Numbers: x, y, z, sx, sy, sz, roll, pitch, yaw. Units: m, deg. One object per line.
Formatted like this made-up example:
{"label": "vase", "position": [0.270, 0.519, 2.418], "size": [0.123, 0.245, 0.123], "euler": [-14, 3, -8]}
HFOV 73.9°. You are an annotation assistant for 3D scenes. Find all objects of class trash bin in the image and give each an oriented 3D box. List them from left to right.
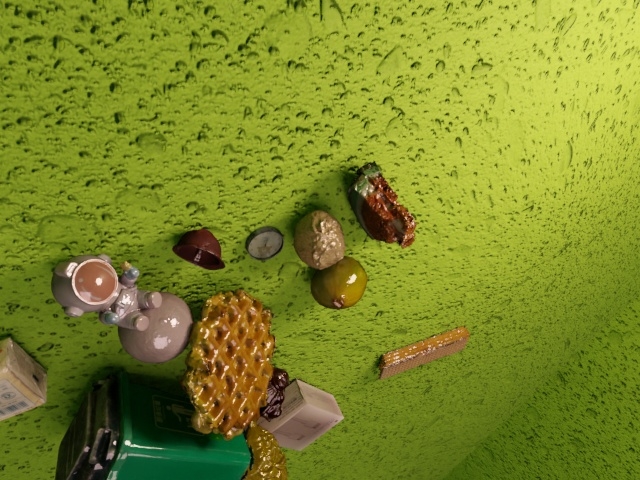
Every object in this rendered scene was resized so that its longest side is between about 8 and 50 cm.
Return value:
{"label": "trash bin", "position": [-0.382, 0.510, 0.984], "size": [0.381, 0.259, 0.295], "euler": [26, 99, -32]}

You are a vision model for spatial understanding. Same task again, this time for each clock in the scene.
{"label": "clock", "position": [-0.119, 0.008, 0.916], "size": [0.085, 0.017, 0.085], "euler": [-16, 134, -17]}

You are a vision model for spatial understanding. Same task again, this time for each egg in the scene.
{"label": "egg", "position": [0.000, 0.000, 0.905], "size": [0.118, 0.116, 0.140], "euler": [-44, 148, -29]}

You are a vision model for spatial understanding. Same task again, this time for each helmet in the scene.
{"label": "helmet", "position": [-0.229, 0.010, 0.828], "size": [0.089, 0.057, 0.111], "euler": [-6, 150, 25]}

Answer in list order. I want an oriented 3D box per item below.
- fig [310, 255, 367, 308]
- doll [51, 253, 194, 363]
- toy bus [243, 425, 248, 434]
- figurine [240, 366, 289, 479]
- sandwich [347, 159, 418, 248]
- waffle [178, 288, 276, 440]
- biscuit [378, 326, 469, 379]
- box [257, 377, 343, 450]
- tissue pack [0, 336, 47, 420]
{"label": "fig", "position": [0.045, 0.105, 1.031], "size": [0.153, 0.121, 0.136], "euler": [-29, 137, -39]}
{"label": "doll", "position": [-0.370, 0.124, 0.801], "size": [0.151, 0.151, 0.287], "euler": [-37, 130, 5]}
{"label": "toy bus", "position": [-0.330, 0.545, 1.232], "size": [0.274, 0.090, 0.112], "euler": [-4, 132, -27]}
{"label": "figurine", "position": [-0.172, 0.500, 1.171], "size": [0.187, 0.168, 0.315], "euler": [4, 86, -49]}
{"label": "sandwich", "position": [0.130, -0.051, 0.915], "size": [0.079, 0.159, 0.235], "euler": [-35, 157, -4]}
{"label": "waffle", "position": [-0.187, 0.268, 0.932], "size": [0.068, 0.325, 0.302], "euler": [-4, 169, 23]}
{"label": "biscuit", "position": [0.370, 0.402, 1.526], "size": [0.379, 0.054, 0.094], "euler": [-14, 135, -19]}
{"label": "box", "position": [-0.075, 0.578, 1.401], "size": [0.203, 0.106, 0.252], "euler": [-40, 138, 6]}
{"label": "tissue pack", "position": [-0.655, 0.283, 0.805], "size": [0.196, 0.092, 0.148], "euler": [-20, 136, -15]}
